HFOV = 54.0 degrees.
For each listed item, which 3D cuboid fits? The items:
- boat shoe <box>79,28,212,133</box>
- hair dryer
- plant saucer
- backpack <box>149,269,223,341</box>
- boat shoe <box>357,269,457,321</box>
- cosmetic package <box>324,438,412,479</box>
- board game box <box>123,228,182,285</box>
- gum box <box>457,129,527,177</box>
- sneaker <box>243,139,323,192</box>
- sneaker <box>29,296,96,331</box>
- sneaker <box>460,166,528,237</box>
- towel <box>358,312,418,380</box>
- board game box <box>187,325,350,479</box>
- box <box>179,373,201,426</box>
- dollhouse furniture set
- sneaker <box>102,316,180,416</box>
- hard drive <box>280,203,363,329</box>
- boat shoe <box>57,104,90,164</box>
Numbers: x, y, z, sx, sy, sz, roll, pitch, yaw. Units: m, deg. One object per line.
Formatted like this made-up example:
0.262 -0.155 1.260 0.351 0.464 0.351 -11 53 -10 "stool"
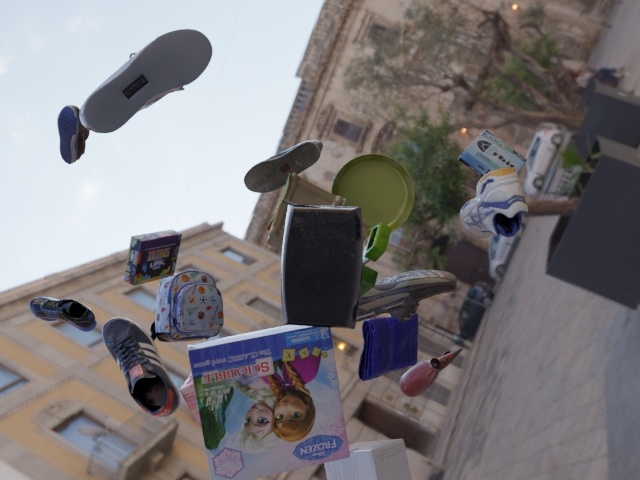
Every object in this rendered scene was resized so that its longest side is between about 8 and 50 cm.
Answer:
-0.431 -0.384 1.532 0.367 0.156 0.136 -45 -62 -17 "boat shoe"
0.326 0.380 1.886 0.223 0.080 0.293 -46 -14 1 "hair dryer"
0.151 -0.130 1.821 0.037 0.241 0.241 -24 -43 -80 "plant saucer"
-0.499 0.245 2.384 0.276 0.213 0.263 6 -109 -50 "backpack"
0.237 0.172 1.883 0.132 0.355 0.130 -30 -72 -70 "boat shoe"
0.132 0.641 1.729 0.151 0.183 0.151 1 -107 -47 "cosmetic package"
-0.493 0.048 1.858 0.170 0.048 0.141 -16 -54 -59 "board game box"
0.508 -0.237 1.844 0.184 0.157 0.041 -40 -16 -47 "gum box"
-0.090 -0.193 1.651 0.222 0.083 0.118 -23 9 14 "sneaker"
-0.826 0.216 2.004 0.090 0.232 0.081 98 -171 -49 "sneaker"
0.418 -0.052 1.522 0.296 0.111 0.131 80 173 -67 "sneaker"
0.266 0.390 2.338 0.308 0.076 0.228 -3 -79 -48 "towel"
-0.113 0.361 1.408 0.066 0.318 0.318 -156 56 -79 "board game box"
-0.258 0.433 1.940 0.300 0.142 0.154 -25 9 11 "box"
0.000 0.000 1.578 0.151 0.301 0.198 -43 23 54 "dollhouse furniture set"
-0.548 0.377 1.887 0.131 0.350 0.148 -39 -7 -3 "sneaker"
0.000 0.054 1.293 0.054 0.172 0.255 0 -87 -83 "hard drive"
-0.655 -0.290 1.672 0.066 0.066 0.183 -45 -12 -46 "boat shoe"
